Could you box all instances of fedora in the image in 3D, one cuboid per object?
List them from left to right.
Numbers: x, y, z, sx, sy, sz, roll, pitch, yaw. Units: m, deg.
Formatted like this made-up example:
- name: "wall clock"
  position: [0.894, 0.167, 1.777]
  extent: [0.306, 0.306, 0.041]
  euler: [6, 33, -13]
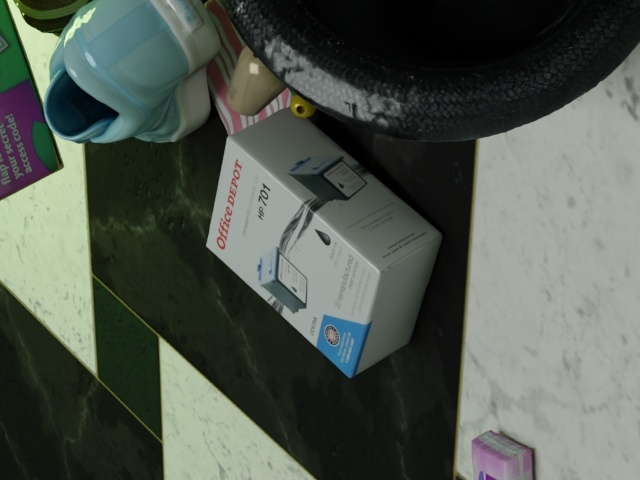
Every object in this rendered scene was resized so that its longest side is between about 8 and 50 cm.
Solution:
- name: "fedora"
  position: [0.083, -0.196, 1.255]
  extent: [0.334, 0.334, 0.152]
  euler: [55, 178, 25]

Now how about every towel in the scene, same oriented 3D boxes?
- name: "towel"
  position: [-0.064, -0.163, 1.692]
  extent: [0.197, 0.029, 0.144]
  euler: [-35, 77, 60]

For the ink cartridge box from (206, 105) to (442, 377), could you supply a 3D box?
- name: "ink cartridge box"
  position: [0.000, 0.000, 1.610]
  extent: [0.190, 0.082, 0.139]
  euler: [40, 140, 25]

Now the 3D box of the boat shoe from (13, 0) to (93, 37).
- name: "boat shoe"
  position: [-0.236, -0.238, 1.812]
  extent: [0.257, 0.095, 0.095]
  euler: [-95, -7, -63]

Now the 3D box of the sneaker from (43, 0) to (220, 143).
- name: "sneaker"
  position: [-0.189, -0.146, 1.703]
  extent: [0.135, 0.150, 0.366]
  euler: [55, 168, 7]

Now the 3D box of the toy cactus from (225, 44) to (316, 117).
- name: "toy cactus"
  position: [-0.031, -0.165, 1.545]
  extent: [0.219, 0.112, 0.180]
  euler: [56, 137, 18]

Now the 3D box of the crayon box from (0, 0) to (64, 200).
- name: "crayon box"
  position: [-0.399, -0.230, 1.713]
  extent: [0.313, 0.106, 0.363]
  euler: [17, 131, 50]

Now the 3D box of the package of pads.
- name: "package of pads"
  position: [0.150, 0.202, 1.556]
  extent: [0.050, 0.032, 0.083]
  euler: [27, 130, 52]
